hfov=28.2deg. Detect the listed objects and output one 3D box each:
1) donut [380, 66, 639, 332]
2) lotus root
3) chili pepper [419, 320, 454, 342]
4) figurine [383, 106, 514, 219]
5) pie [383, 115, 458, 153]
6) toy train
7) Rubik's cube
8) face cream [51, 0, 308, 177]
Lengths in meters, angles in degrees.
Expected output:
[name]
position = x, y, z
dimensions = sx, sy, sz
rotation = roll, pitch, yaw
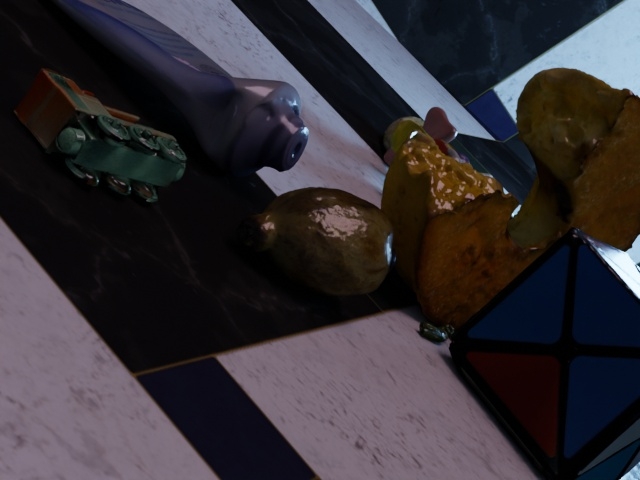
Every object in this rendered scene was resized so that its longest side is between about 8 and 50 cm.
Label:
[donut]
position = 0.273, -0.040, 1.823
dimensions = 0.163, 0.435, 0.378
rotation = 45, -28, 42
[lotus root]
position = 0.000, 0.000, 1.478
dimensions = 0.214, 0.138, 0.138
rotation = 9, 36, -45
[chili pepper]
position = 0.158, 0.124, 1.712
dimensions = 0.083, 0.022, 0.027
rotation = 10, 38, -56
[figurine]
position = 0.214, -0.084, 2.138
dimensions = 0.193, 0.154, 0.421
rotation = 34, 19, -45
[pie]
position = 0.205, -0.165, 2.435
dimensions = 0.179, 0.084, 0.205
rotation = 42, 19, -6
[toy train]
position = -0.216, -0.106, 1.309
dimensions = 0.118, 0.074, 0.176
rotation = 48, 19, 27
[Rubik's cube]
position = 0.360, 0.162, 1.698
dimensions = 0.246, 0.248, 0.250
rotation = 53, 17, 27
[face cream]
position = -0.191, -0.225, 1.648
dimensions = 0.420, 0.137, 0.235
rotation = 36, 15, 18
